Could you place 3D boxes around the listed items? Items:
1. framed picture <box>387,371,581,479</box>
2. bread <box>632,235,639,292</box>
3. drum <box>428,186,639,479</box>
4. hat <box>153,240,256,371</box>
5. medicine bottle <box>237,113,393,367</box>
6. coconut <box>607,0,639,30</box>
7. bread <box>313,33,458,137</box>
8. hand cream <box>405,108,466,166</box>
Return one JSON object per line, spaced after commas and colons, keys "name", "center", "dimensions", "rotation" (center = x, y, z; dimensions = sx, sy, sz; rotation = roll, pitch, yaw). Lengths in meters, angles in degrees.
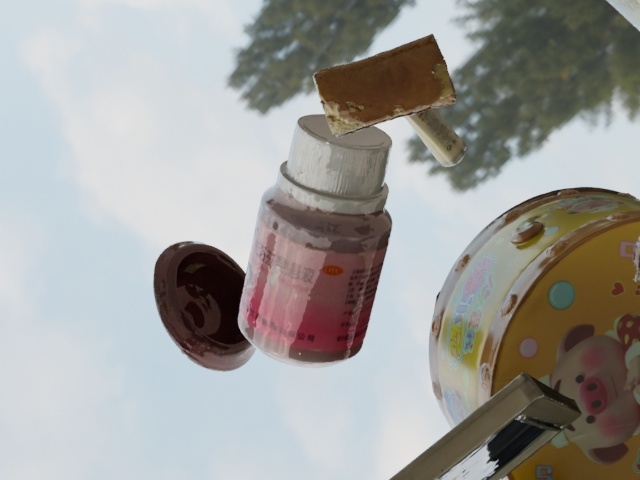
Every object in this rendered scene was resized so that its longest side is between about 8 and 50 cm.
{"name": "framed picture", "center": [0.054, 0.285, 1.199], "dimensions": [0.028, 0.446, 0.326], "rotation": [53, -172, 20]}
{"name": "bread", "center": [0.383, 0.099, 1.187], "dimensions": [0.077, 0.139, 0.270], "rotation": [14, -125, -47]}
{"name": "drum", "center": [0.361, 0.152, 1.577], "dimensions": [0.431, 0.431, 0.214], "rotation": [33, 180, -17]}
{"name": "hat", "center": [-0.173, 0.101, 1.849], "dimensions": [0.205, 0.089, 0.205], "rotation": [27, -134, -31]}
{"name": "medicine bottle", "center": [0.000, 0.000, 1.316], "dimensions": [0.147, 0.247, 0.147], "rotation": [10, -157, -4]}
{"name": "coconut", "center": [0.358, -0.280, 1.188], "dimensions": [0.241, 0.241, 0.241], "rotation": [30, -147, -22]}
{"name": "bread", "center": [0.040, -0.093, 0.777], "dimensions": [0.036, 0.083, 0.047], "rotation": [-112, 4, -62]}
{"name": "hand cream", "center": [0.124, -0.146, 1.538], "dimensions": [0.143, 0.039, 0.061], "rotation": [47, -137, -25]}
